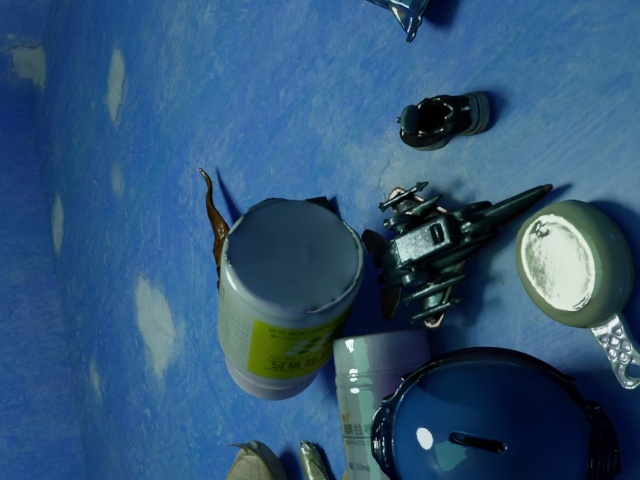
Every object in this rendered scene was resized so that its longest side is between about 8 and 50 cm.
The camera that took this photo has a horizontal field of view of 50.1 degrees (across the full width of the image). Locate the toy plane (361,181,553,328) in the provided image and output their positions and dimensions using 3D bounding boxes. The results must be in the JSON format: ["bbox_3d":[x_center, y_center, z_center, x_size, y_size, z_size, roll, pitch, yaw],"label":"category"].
[{"bbox_3d":[0.176,-0.005,0.948,0.326,0.105,0.222,-37,61,50],"label":"toy plane"}]

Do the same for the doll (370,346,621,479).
[{"bbox_3d":[0.201,0.281,0.816,0.285,0.240,0.309,5,93,21],"label":"doll"}]

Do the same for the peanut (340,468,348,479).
[{"bbox_3d":[0.069,0.452,1.138,0.099,0.090,0.214,27,113,60],"label":"peanut"}]

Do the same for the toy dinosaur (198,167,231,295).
[{"bbox_3d":[-0.196,0.006,1.515,0.208,0.097,0.431,144,122,-62],"label":"toy dinosaur"}]

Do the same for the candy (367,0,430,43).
[{"bbox_3d":[0.095,-0.448,1.082,0.331,0.077,0.187,46,121,44],"label":"candy"}]

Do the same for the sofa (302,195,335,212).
[{"bbox_3d":[0.000,0.000,1.261,0.085,0.060,0.147,133,125,-61],"label":"sofa"}]

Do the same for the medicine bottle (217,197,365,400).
[{"bbox_3d":[-0.063,0.114,1.135,0.378,0.214,0.213,105,148,-57],"label":"medicine bottle"}]

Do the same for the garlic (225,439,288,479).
[{"bbox_3d":[-0.142,0.515,1.393,0.145,0.164,0.244,-135,58,-62],"label":"garlic"}]

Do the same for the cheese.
[{"bbox_3d":[0.311,0.062,0.789,0.137,0.065,0.227,-51,52,46],"label":"cheese"}]

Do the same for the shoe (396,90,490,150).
[{"bbox_3d":[0.153,-0.172,0.979,0.169,0.100,0.071,-9,87,56],"label":"shoe"}]

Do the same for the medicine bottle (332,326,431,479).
[{"bbox_3d":[0.105,0.264,1.022,0.152,0.152,0.253,-19,77,55],"label":"medicine bottle"}]

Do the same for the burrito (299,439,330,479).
[{"bbox_3d":[-0.002,0.460,1.284,0.058,0.045,0.188,-50,50,36],"label":"burrito"}]
